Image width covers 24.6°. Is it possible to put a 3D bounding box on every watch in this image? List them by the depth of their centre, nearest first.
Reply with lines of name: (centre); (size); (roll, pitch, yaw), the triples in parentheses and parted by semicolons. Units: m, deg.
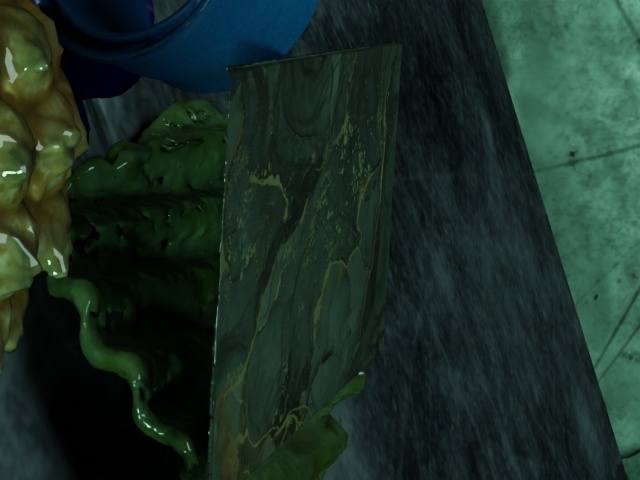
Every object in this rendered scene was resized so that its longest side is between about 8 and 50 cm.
watch: (-0.103, -0.162, 0.861); (0.171, 0.200, 0.196); (-4, 78, -63)

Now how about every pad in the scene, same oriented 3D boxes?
pad: (0.000, 0.000, 0.959); (0.367, 0.007, 0.248); (-27, 122, -70)

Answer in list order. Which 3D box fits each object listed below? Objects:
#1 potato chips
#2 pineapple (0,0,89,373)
potato chips: (-0.050, 0.093, 1.012); (0.389, 0.097, 0.373); (-64, 136, -60)
pineapple: (-0.227, 0.035, 0.445); (0.223, 0.223, 0.357); (62, 35, -29)
